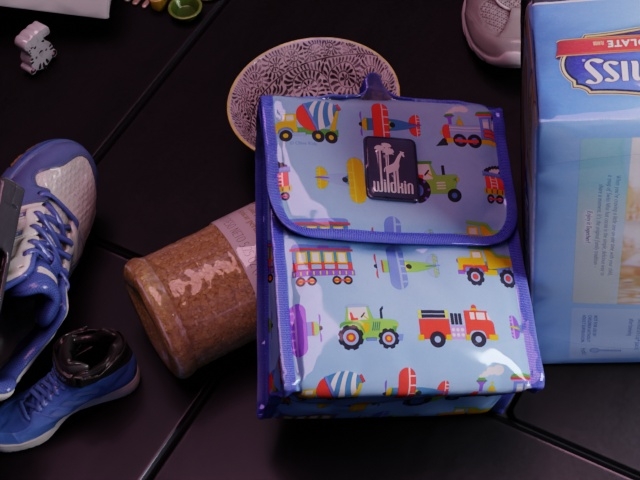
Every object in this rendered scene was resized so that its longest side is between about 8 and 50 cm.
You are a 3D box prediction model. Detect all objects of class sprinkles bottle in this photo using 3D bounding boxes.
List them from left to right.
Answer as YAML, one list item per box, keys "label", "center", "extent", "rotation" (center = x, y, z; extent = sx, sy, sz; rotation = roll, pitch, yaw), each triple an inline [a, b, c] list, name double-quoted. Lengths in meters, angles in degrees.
- label: "sprinkles bottle"
  center: [0.000, 0.000, 1.489]
  extent: [0.355, 0.121, 0.121]
  rotation: [-26, 55, -14]

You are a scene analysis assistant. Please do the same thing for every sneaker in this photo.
- label: "sneaker"
  center: [-0.260, 0.033, 1.469]
  extent: [0.131, 0.112, 0.296]
  rotation: [-8, 51, 47]
- label: "sneaker"
  center: [-0.237, 0.127, 1.437]
  extent: [0.152, 0.085, 0.058]
  rotation: [-24, 55, -12]
- label: "sneaker"
  center: [0.201, -0.300, 1.698]
  extent: [0.105, 0.115, 0.281]
  rotation: [-1, 53, 5]

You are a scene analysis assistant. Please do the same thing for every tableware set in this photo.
- label: "tableware set"
  center: [-0.142, -0.305, 1.792]
  extent: [0.104, 0.024, 0.154]
  rotation: [23, 58, 20]

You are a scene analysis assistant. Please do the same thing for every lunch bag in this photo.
- label: "lunch bag"
  center: [0.057, -0.001, 1.391]
  extent: [0.221, 0.138, 0.293]
  rotation: [0, 74, -12]

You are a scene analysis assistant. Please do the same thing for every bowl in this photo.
- label: "bowl"
  center: [-0.003, -0.115, 1.598]
  extent: [0.170, 0.080, 0.170]
  rotation: [-4, 51, 5]

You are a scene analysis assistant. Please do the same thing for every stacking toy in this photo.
- label: "stacking toy"
  center: [-0.412, -0.187, 1.710]
  extent: [0.167, 0.052, 0.221]
  rotation: [31, 60, 27]

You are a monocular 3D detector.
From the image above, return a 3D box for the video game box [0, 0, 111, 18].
- label: "video game box"
  center: [-0.323, -0.324, 1.768]
  extent: [0.205, 0.048, 0.187]
  rotation: [6, 45, -5]

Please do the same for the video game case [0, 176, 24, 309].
- label: "video game case"
  center: [-0.394, 0.078, 1.419]
  extent: [0.274, 0.035, 0.248]
  rotation: [-8, 63, 31]

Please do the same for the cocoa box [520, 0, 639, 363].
- label: "cocoa box"
  center: [0.288, -0.076, 1.376]
  extent: [0.231, 0.347, 0.228]
  rotation: [-1, 53, 6]
